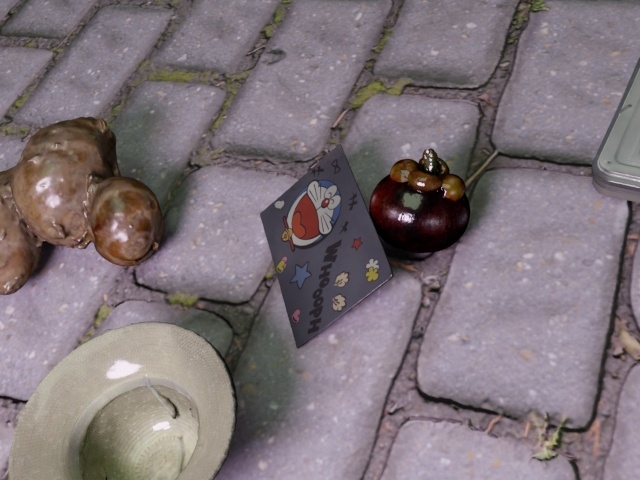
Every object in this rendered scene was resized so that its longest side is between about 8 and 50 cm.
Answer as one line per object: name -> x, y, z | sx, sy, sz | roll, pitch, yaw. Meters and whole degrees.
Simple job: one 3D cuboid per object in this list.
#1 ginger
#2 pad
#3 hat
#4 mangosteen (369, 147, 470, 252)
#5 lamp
ginger -> -0.421, -0.041, 1.078 | 0.375, 0.176, 0.256 | -17, 66, 4
pad -> 0.000, 0.000, 0.972 | 0.170, 0.006, 0.245 | -39, 46, 23
hat -> -0.196, 0.231, 0.822 | 0.257, 0.130, 0.257 | -9, 52, 11
mangosteen -> 0.129, -0.052, 0.939 | 0.140, 0.140, 0.140 | -8, 52, 11
lamp -> 0.521, -0.139, 0.948 | 0.269, 0.047, 0.266 | 17, 58, 27
